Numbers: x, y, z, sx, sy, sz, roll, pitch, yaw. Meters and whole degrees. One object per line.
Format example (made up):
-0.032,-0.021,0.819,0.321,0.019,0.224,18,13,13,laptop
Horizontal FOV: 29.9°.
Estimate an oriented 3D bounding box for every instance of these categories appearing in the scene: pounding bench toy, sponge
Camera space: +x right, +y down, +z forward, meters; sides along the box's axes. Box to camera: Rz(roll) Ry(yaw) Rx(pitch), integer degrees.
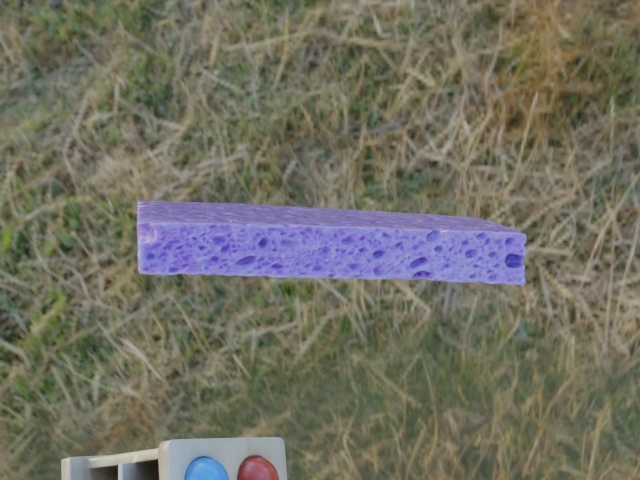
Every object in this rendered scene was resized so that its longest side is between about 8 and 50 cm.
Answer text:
-0.044,0.110,0.398,0.065,0.052,0.083,-16,73,41,pounding bench toy
0.000,0.000,0.680,0.210,0.117,0.031,2,97,-11,sponge
